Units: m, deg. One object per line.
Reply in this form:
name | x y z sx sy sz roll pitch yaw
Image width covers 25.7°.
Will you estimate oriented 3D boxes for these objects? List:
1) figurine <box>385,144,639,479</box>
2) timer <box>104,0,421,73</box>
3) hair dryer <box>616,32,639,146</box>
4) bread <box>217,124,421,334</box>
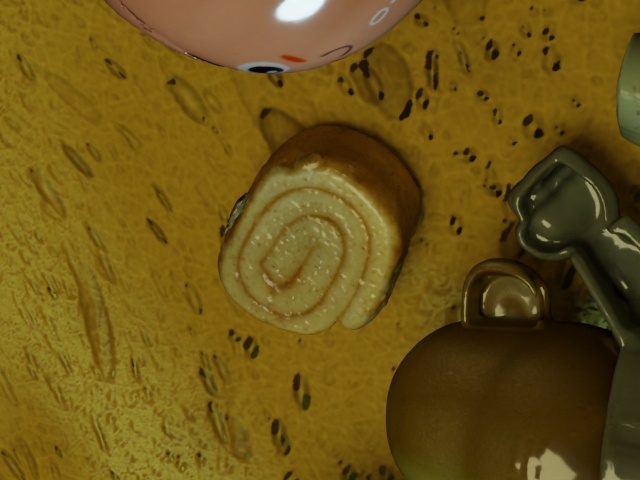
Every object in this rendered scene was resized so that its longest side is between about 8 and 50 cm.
figurine | 0.178 0.121 0.862 0.285 0.167 0.342 3 80 21
timer | -0.027 -0.208 0.758 0.229 0.229 0.215 43 126 1
hair dryer | 0.277 -0.145 0.751 0.206 0.075 0.237 11 112 14
bread | 0.000 0.000 0.948 0.122 0.073 0.149 32 125 6
